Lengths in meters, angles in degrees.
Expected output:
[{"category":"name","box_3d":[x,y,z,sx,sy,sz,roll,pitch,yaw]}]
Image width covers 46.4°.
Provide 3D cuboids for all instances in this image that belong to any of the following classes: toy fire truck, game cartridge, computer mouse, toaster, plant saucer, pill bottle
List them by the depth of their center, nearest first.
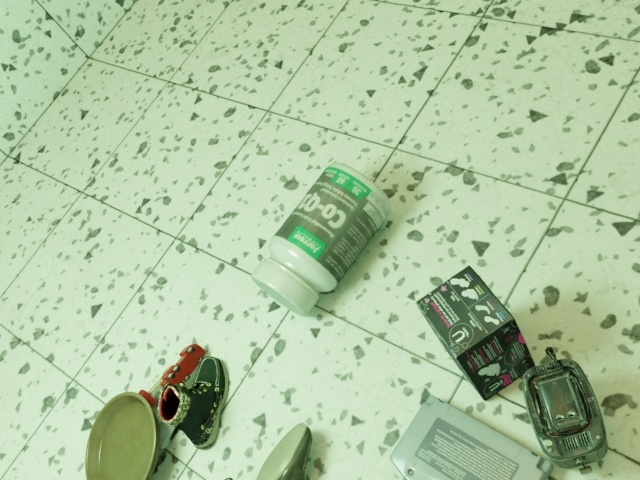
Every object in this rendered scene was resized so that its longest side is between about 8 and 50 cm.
[{"category":"toaster","box_3d":[0.475,0.335,1.457,0.129,0.146,0.226,-21,53,13]},{"category":"game cartridge","box_3d":[0.296,0.465,1.527,0.294,0.060,0.196,26,70,37]},{"category":"plant saucer","box_3d":[-0.485,0.515,1.849,0.278,0.041,0.277,-18,62,36]},{"category":"computer mouse","box_3d":[-0.405,0.484,1.879,0.106,0.042,0.193,24,73,37]},{"category":"pill bottle","box_3d":[0.000,0.000,1.883,0.204,0.204,0.361,27,75,37]},{"category":"toy fire truck","box_3d":[-0.390,0.355,1.938,0.135,0.047,0.192,-20,29,51]}]

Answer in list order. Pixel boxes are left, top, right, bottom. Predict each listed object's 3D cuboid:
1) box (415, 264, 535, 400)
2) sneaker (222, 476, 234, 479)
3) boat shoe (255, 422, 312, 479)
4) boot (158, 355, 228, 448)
[{"category":"box","box_3d":[0.324,0.197,1.559,0.142,0.247,0.163,-35,50,1]},{"category":"sneaker","box_3d":[-0.239,0.623,1.650,0.098,0.224,0.083,41,125,8]},{"category":"boat shoe","box_3d":[-0.097,0.568,1.649,0.335,0.096,0.112,-58,17,-20]},{"category":"boot","box_3d":[-0.307,0.367,1.816,0.085,0.178,0.236,-10,55,21]}]
